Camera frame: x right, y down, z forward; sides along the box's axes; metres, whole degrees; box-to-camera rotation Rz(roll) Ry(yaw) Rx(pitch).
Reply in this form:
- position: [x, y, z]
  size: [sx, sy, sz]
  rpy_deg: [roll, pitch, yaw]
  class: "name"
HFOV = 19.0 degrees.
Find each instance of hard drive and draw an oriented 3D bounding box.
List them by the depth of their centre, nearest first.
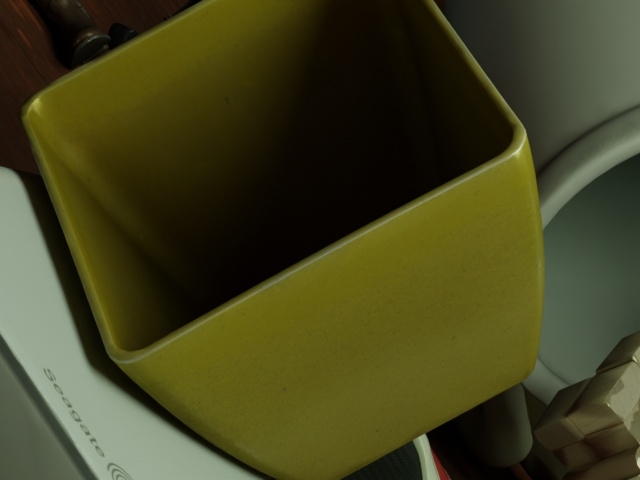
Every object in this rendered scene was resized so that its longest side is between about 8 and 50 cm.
- position: [-0.104, 0.065, 0.966]
  size: [0.233, 0.047, 0.353]
  rpy_deg: [54, 10, 10]
  class: "hard drive"

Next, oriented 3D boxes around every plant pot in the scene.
- position: [0.000, 0.000, 0.985]
  size: [0.187, 0.212, 0.212]
  rpy_deg: [60, 1, -44]
  class: "plant pot"

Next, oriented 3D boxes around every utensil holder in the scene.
- position: [0.270, -0.091, 1.505]
  size: [0.327, 0.327, 0.385]
  rpy_deg: [45, 25, -36]
  class: "utensil holder"

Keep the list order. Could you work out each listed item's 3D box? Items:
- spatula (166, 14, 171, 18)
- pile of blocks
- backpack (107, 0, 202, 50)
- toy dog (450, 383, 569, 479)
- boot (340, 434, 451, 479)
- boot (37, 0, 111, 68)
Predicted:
- position: [-0.057, -0.112, 1.868]
  size: [0.296, 0.030, 0.084]
  rpy_deg: [57, 8, 25]
  class: "spatula"
- position: [0.214, 0.244, 1.273]
  size: [0.149, 0.112, 0.362]
  rpy_deg: [14, 65, -27]
  class: "pile of blocks"
- position: [-0.020, -0.115, 1.589]
  size: [0.276, 0.213, 0.263]
  rpy_deg: [49, -1, -4]
  class: "backpack"
- position: [0.246, 0.104, 1.791]
  size: [0.408, 0.284, 0.395]
  rpy_deg: [52, 9, 9]
  class: "toy dog"
- position: [0.060, 0.176, 1.227]
  size: [0.244, 0.088, 0.176]
  rpy_deg: [62, 10, 7]
  class: "boot"
- position: [-0.203, -0.184, 1.425]
  size: [0.114, 0.037, 0.106]
  rpy_deg: [55, -4, -5]
  class: "boot"
